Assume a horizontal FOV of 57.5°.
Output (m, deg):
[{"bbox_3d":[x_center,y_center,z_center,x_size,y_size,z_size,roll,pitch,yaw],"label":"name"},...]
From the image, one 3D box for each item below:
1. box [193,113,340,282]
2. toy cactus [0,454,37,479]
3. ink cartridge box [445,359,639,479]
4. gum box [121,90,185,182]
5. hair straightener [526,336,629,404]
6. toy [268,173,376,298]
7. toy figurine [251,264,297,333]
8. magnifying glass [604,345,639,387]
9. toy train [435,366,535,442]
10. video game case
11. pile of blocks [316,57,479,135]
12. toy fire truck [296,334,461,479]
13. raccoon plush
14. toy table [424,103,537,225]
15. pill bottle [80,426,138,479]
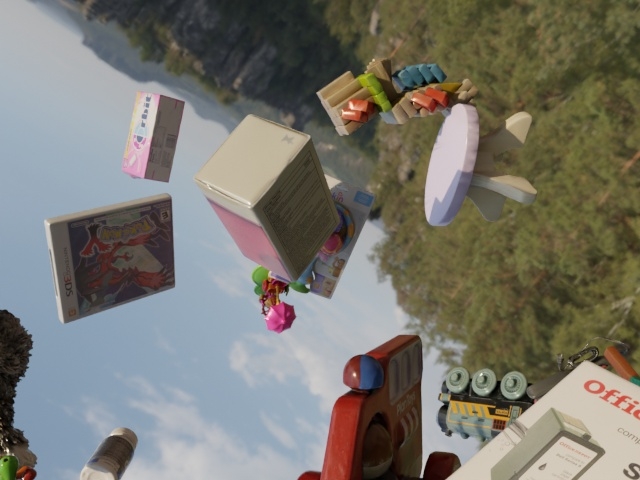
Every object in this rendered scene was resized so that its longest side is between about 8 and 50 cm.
[{"bbox_3d":[-0.077,-0.063,0.952,0.127,0.148,0.232,26,158,28],"label":"box"},{"bbox_3d":[-0.498,0.458,0.933,0.181,0.218,0.112,27,-179,29],"label":"toy cactus"},{"bbox_3d":[0.217,0.251,0.474,0.198,0.273,0.114,29,147,55],"label":"ink cartridge box"},{"bbox_3d":[-0.362,-0.218,1.257,0.062,0.188,0.107,7,-171,-45],"label":"gum box"},{"bbox_3d":[0.545,0.276,1.249,0.089,0.230,0.047,51,-165,-20],"label":"hair straightener"},{"bbox_3d":[0.000,0.000,1.122,0.137,0.237,0.056,21,-158,-5],"label":"toy"},{"bbox_3d":[-0.116,0.163,1.471,0.130,0.173,0.159,12,-129,-22],"label":"toy figurine"},{"bbox_3d":[0.577,0.269,1.047,0.026,0.092,0.231,4,-155,-7],"label":"magnifying glass"},{"bbox_3d":[0.461,0.458,1.590,0.334,0.190,0.142,-8,142,48],"label":"toy train"},{"bbox_3d":[-0.335,0.027,0.957,0.201,0.183,0.023,-19,-144,-38],"label":"video game case"},{"bbox_3d":[0.182,-0.313,1.224,0.362,0.148,0.113,-12,-164,-16],"label":"pile of blocks"},{"bbox_3d":[0.074,0.264,0.759,0.170,0.253,0.302,-3,179,27],"label":"toy fire truck"},{"bbox_3d":[-0.662,0.200,1.083,0.446,0.216,0.299,35,150,26],"label":"raccoon plush"},{"bbox_3d":[0.339,-0.154,1.257,0.161,0.274,0.252,3,-135,-10],"label":"toy table"},{"bbox_3d":[-0.443,0.464,1.238,0.078,0.078,0.137,35,-164,-7],"label":"pill bottle"}]
